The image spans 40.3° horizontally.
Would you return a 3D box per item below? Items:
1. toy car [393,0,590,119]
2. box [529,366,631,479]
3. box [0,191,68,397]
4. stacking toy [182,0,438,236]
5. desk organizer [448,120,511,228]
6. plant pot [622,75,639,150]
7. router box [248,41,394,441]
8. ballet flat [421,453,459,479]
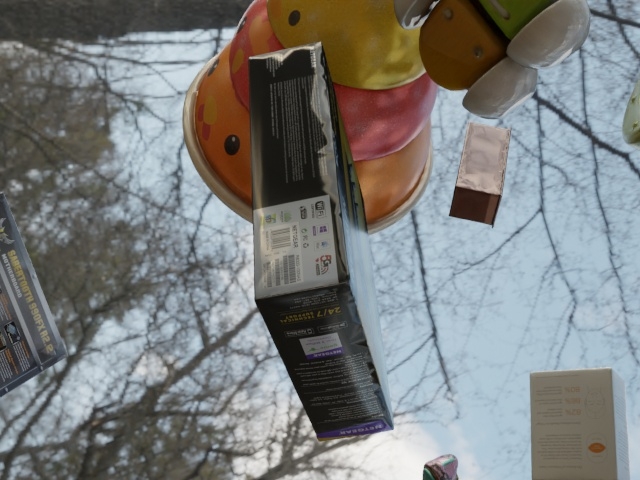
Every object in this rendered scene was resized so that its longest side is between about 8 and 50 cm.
[{"bbox_3d":[0.167,-0.211,0.775,0.159,0.136,0.182,56,-33,11],"label":"toy car"},{"bbox_3d":[0.398,0.291,1.341,0.130,0.091,0.171,-8,-115,30],"label":"box"},{"bbox_3d":[-0.422,0.077,1.041,0.056,0.183,0.231,-10,-75,32],"label":"box"},{"bbox_3d":[0.032,-0.253,1.032,0.351,0.350,0.480,56,-30,21],"label":"stacking toy"},{"bbox_3d":[0.179,-0.077,0.973,0.050,0.130,0.047,12,-47,7],"label":"desk organizer"},{"bbox_3d":[0.613,-0.161,1.156,0.352,0.366,0.367,26,-56,2],"label":"plant pot"},{"bbox_3d":[0.000,0.000,0.850,0.243,0.080,0.309,72,10,-49],"label":"router box"},{"bbox_3d":[0.215,0.458,1.589,0.077,0.079,0.222,53,-27,34],"label":"ballet flat"}]
